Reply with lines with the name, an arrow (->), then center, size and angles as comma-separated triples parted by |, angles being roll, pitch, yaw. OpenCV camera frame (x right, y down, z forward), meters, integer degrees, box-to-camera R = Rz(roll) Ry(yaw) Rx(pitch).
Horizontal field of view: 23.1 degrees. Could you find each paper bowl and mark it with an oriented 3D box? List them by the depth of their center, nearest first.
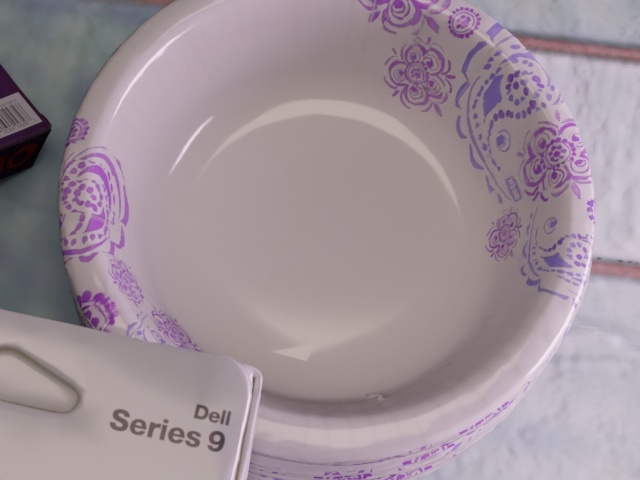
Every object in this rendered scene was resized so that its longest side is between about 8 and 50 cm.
paper bowl -> 0.000, 0.000, 0.875 | 0.284, 0.148, 0.284 | 2, 69, -5

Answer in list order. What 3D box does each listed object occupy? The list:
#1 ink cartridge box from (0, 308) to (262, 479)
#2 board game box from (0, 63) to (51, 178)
ink cartridge box -> -0.145, 0.134, 0.733 | 0.211, 0.289, 0.122 | 11, 68, 0
board game box -> -0.344, -0.071, 0.853 | 0.347, 0.056, 0.208 | -27, 75, -41
